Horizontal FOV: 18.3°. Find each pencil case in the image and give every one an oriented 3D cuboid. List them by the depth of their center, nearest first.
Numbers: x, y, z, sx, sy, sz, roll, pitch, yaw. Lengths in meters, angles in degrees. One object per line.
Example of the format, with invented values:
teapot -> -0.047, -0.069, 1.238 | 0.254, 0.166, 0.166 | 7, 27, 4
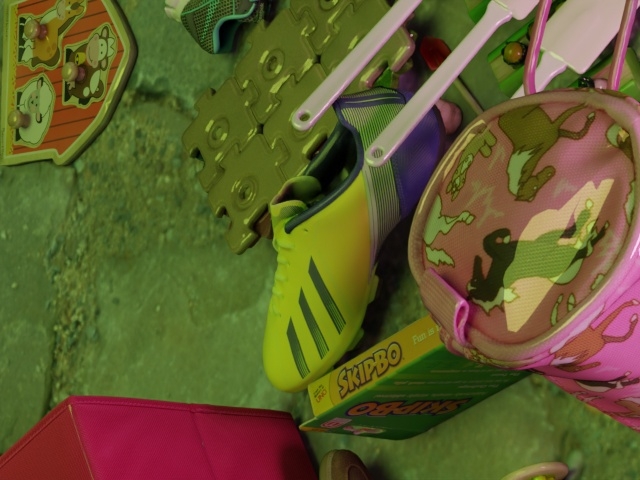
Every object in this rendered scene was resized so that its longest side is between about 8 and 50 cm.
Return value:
pencil case -> 0.212, 0.043, 1.163 | 0.160, 0.386, 0.167 | -4, 68, 39

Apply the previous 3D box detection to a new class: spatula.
spatula -> 0.100, -0.135, 1.445 | 0.168, 0.019, 0.242 | 36, 75, 20

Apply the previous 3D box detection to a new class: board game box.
board game box -> 0.107, 0.082, 1.444 | 0.259, 0.124, 0.039 | -36, 58, 34

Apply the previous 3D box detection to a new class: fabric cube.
fabric cube -> -0.134, 0.299, 1.549 | 0.254, 0.259, 0.258 | -43, 58, 30

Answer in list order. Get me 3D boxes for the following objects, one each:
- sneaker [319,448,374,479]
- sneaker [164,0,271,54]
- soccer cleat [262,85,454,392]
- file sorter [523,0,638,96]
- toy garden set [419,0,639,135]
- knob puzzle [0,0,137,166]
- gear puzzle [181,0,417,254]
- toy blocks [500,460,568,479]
sneaker -> 0.058, 0.241, 1.519 | 0.071, 0.066, 0.188 | -25, 70, 20
sneaker -> -0.061, -0.225, 1.719 | 0.166, 0.065, 0.076 | -44, 72, 34
soccer cleat -> 0.000, -0.001, 1.540 | 0.289, 0.121, 0.093 | -63, 34, 33
file sorter -> 0.302, -0.129, 1.244 | 0.290, 0.202, 0.182 | 18, 98, 44
toy garden set -> 0.142, -0.102, 1.496 | 0.204, 0.049, 0.244 | -38, 58, 33
knob puzzle -> -0.249, -0.168, 1.902 | 0.213, 0.030, 0.213 | -10, 76, 43
gear puzzle -> 0.015, -0.152, 1.637 | 0.339, 0.044, 0.175 | -49, 43, 22
toy blocks -> 0.147, 0.249, 1.424 | 0.123, 0.054, 0.148 | -33, 61, 36
